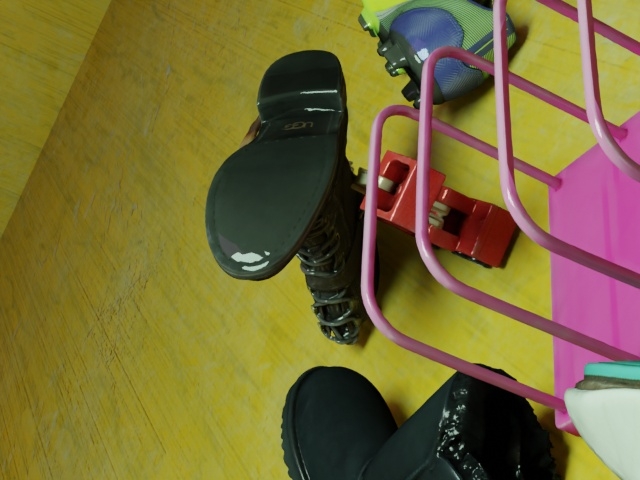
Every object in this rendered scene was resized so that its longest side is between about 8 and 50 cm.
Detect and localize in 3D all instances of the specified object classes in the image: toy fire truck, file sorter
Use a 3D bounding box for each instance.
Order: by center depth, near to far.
[{"bbox_3d":[0.172,-0.055,0.782,0.291,0.182,0.202,-41,34,45],"label":"file sorter"},{"bbox_3d":[0.072,-0.027,1.026,0.047,0.135,0.192,-66,23,0],"label":"toy fire truck"}]

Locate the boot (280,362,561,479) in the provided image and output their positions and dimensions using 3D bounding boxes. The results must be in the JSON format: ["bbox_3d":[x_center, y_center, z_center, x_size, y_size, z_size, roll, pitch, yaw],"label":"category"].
[{"bbox_3d":[0.066,0.143,0.930,0.207,0.094,0.246,-52,34,38],"label":"boot"}]

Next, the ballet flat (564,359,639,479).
[{"bbox_3d":[0.242,0.103,0.579,0.400,0.139,0.139,-17,53,59],"label":"ballet flat"}]

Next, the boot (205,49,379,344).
[{"bbox_3d":[0.000,0.000,1.088,0.091,0.229,0.263,0,42,18],"label":"boot"}]

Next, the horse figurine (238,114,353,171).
[{"bbox_3d":[-0.053,-0.068,1.425,0.174,0.066,0.263,-60,21,2],"label":"horse figurine"}]

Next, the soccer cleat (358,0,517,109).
[{"bbox_3d":[0.101,-0.202,1.225,0.121,0.093,0.289,-30,26,5],"label":"soccer cleat"}]
